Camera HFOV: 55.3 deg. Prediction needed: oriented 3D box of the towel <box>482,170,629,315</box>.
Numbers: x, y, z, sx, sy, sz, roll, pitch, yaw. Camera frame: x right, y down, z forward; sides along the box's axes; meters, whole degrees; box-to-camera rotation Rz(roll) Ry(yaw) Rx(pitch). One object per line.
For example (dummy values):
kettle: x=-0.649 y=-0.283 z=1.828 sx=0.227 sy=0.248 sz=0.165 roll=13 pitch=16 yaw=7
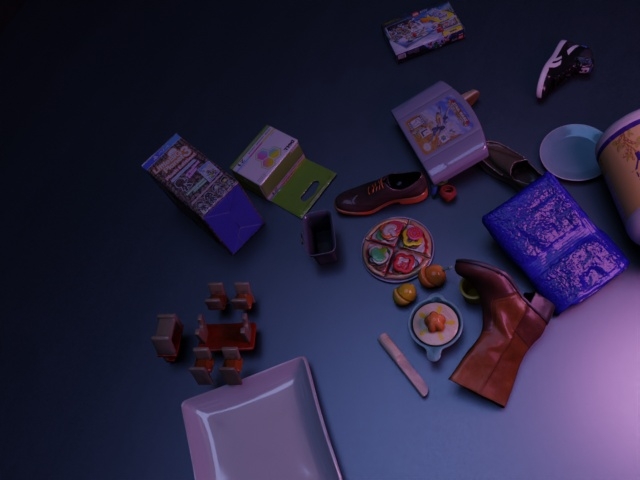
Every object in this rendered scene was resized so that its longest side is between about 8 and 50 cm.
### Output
towel: x=0.574 y=0.000 z=1.494 sx=0.227 sy=0.076 sz=0.308 roll=-35 pitch=76 yaw=-6

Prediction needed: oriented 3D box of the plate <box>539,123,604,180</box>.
plate: x=0.695 y=-0.236 z=1.664 sx=0.188 sy=0.024 sz=0.188 roll=-6 pitch=62 yaw=11

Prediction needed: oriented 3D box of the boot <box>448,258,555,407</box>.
boot: x=0.377 y=0.211 z=1.438 sx=0.264 sy=0.096 sz=0.280 roll=33 pitch=81 yaw=-4

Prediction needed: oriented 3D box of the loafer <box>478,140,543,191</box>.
loafer: x=0.527 y=-0.201 z=1.653 sx=0.094 sy=0.087 sz=0.251 roll=-42 pitch=60 yaw=-9

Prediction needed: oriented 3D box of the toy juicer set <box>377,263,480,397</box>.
toy juicer set: x=0.252 y=0.191 z=1.517 sx=0.209 sy=0.089 sz=0.329 roll=28 pitch=73 yaw=26

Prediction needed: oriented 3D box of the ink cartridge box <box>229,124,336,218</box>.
ink cartridge box: x=-0.110 y=-0.209 z=1.828 sx=0.255 sy=0.097 sz=0.189 roll=30 pitch=74 yaw=28

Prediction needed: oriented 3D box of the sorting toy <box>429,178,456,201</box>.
sorting toy: x=0.337 y=-0.142 z=1.707 sx=0.061 sy=0.042 sz=0.102 roll=-17 pitch=46 yaw=-12

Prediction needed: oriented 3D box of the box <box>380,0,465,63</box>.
box: x=0.331 y=-0.684 z=1.992 sx=0.233 sy=0.044 sz=0.159 roll=-20 pitch=59 yaw=4

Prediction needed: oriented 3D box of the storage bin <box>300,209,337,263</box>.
storage bin: x=0.000 y=0.000 z=1.688 sx=0.098 sy=0.091 sz=0.135 roll=-12 pitch=59 yaw=9

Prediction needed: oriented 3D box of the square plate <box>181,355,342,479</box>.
square plate: x=-0.147 y=0.498 z=1.486 sx=0.347 sy=0.049 sz=0.344 roll=-21 pitch=60 yaw=3

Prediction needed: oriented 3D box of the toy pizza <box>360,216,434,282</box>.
toy pizza: x=0.206 y=0.019 z=1.656 sx=0.201 sy=0.032 sz=0.201 roll=-7 pitch=61 yaw=12

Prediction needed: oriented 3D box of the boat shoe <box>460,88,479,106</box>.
boat shoe: x=0.391 y=-0.403 z=1.814 sx=0.170 sy=0.063 sz=0.059 roll=-34 pitch=65 yaw=-3

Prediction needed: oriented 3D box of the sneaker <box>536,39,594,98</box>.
sneaker: x=0.715 y=-0.489 z=1.761 sx=0.121 sy=0.079 sz=0.217 roll=22 pitch=69 yaw=26

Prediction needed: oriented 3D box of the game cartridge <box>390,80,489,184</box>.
game cartridge: x=0.342 y=-0.317 z=1.732 sx=0.198 sy=0.062 sz=0.297 roll=-33 pitch=56 yaw=14

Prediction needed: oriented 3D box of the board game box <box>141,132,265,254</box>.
board game box: x=-0.335 y=-0.132 z=1.770 sx=0.291 sy=0.232 sz=0.141 roll=38 pitch=77 yaw=29

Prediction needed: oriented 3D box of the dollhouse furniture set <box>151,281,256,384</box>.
dollhouse furniture set: x=-0.298 y=0.256 z=1.616 sx=0.259 sy=0.135 sz=0.262 roll=-2 pitch=50 yaw=8

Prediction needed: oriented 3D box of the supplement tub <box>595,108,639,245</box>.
supplement tub: x=0.820 y=-0.129 z=1.444 sx=0.241 sy=0.241 sz=0.331 roll=-13 pitch=60 yaw=8

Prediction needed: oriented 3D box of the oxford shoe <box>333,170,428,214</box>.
oxford shoe: x=0.164 y=-0.144 z=1.716 sx=0.271 sy=0.098 sz=0.097 roll=-14 pitch=60 yaw=8
